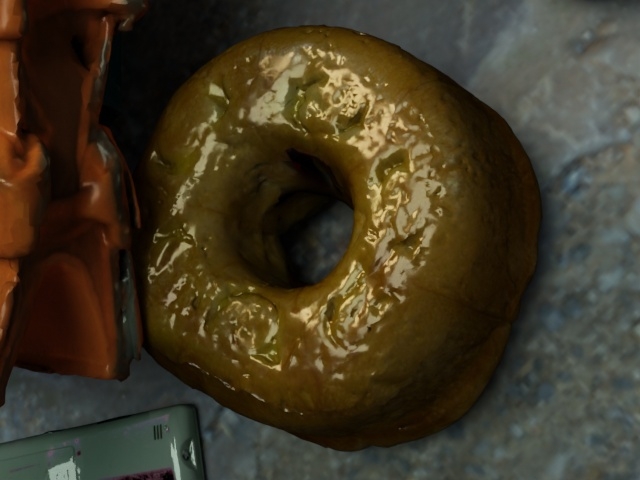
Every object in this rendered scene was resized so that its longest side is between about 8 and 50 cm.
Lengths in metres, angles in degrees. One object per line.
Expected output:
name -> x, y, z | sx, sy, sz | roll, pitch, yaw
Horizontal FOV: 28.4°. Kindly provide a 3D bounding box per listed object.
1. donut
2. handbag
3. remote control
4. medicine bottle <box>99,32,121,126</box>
donut -> 0.000, -0.002, 0.663 | 0.227, 0.114, 0.226 | -6, 78, 27
handbag -> -0.214, -0.136, 0.676 | 0.303, 0.116, 0.410 | 4, 95, 41
remote control -> -0.147, 0.144, 0.762 | 0.166, 0.029, 0.065 | -15, 75, 25
medicine bottle -> -0.183, -0.150, 0.799 | 0.124, 0.079, 0.258 | -8, 79, 23
